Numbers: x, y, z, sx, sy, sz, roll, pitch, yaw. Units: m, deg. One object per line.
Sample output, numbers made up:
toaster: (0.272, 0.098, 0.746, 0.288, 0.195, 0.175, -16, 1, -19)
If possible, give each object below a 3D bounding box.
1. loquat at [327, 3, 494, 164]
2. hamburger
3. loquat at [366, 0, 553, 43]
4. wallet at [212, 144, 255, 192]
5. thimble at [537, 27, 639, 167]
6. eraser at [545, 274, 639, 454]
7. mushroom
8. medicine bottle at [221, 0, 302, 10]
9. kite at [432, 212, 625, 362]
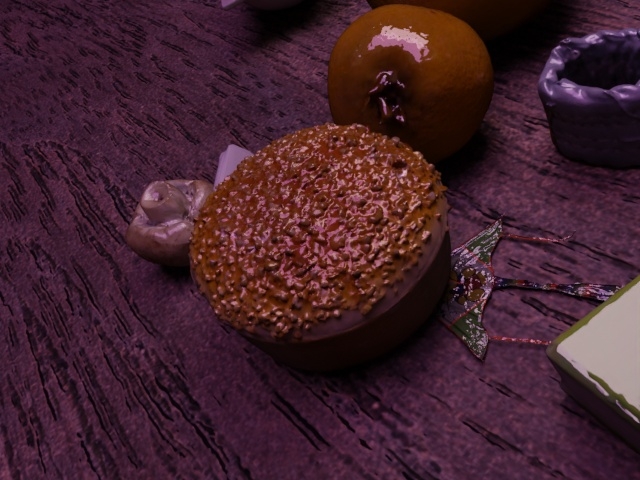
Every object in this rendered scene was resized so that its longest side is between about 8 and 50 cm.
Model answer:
loquat: (0.108, -0.192, 0.866, 0.208, 0.208, 0.208, -16, 43, 16)
hamburger: (0.000, 0.000, 0.759, 0.301, 0.170, 0.302, -18, 41, 17)
loquat: (0.188, -0.427, 0.994, 0.328, 0.328, 0.359, -52, 5, -22)
wallet: (-0.105, -0.055, 0.944, 0.033, 0.095, 0.190, -39, 35, 34)
thimble: (0.328, -0.162, 0.773, 0.151, 0.118, 0.127, 7, 56, 35)
eraser: (0.354, 0.082, 0.541, 0.274, 0.092, 0.210, -36, 42, -8)
mushroom: (-0.200, -0.028, 0.955, 0.148, 0.112, 0.148, -12, 53, 16)
medicine bottle: (-0.099, -0.591, 1.351, 0.235, 0.236, 0.406, -21, 41, 11)
kite: (0.202, 0.045, 0.727, 0.244, 0.006, 0.198, -1, 49, 30)
